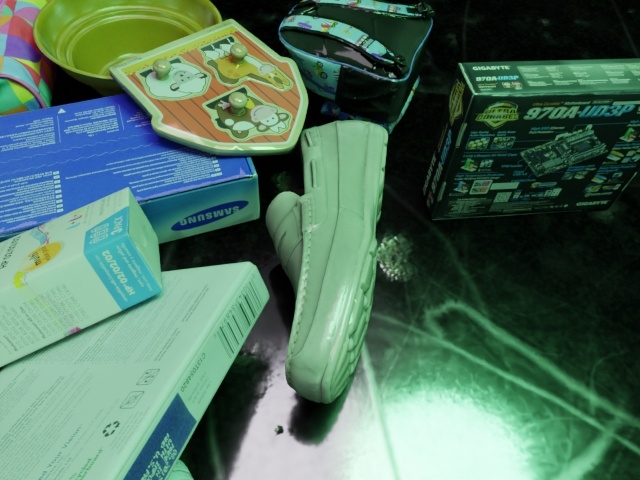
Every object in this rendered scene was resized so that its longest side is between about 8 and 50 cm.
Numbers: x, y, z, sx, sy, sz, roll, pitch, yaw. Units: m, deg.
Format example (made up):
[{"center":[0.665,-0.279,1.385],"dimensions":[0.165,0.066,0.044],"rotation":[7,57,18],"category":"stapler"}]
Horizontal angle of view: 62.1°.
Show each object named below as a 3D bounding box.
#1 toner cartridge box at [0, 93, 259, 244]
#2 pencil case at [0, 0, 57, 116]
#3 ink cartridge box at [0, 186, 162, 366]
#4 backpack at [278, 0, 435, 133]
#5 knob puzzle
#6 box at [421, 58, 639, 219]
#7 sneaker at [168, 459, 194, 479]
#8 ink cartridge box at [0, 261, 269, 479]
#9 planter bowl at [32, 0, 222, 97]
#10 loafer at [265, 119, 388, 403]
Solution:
[{"center":[-0.252,-0.062,0.554],"dimensions":[0.347,0.075,0.165],"rotation":[-15,58,-13],"category":"toner cartridge box"},{"center":[-0.381,-0.236,0.658],"dimensions":[0.104,0.104,0.237],"rotation":[-10,56,-11],"category":"pencil case"},{"center":[-0.231,0.034,0.444],"dimensions":[0.181,0.062,0.104],"rotation":[-25,31,-6],"category":"ink cartridge box"},{"center":[0.037,-0.231,0.668],"dimensions":[0.173,0.117,0.158],"rotation":[19,55,9],"category":"backpack"},{"center":[-0.096,-0.163,0.565],"dimensions":[0.212,0.030,0.213],"rotation":[7,55,-10],"category":"knob puzzle"},{"center":[0.231,-0.098,0.549],"dimensions":[0.220,0.175,0.051],"rotation":[-4,54,-5],"category":"box"},{"center":[-0.196,0.241,0.343],"dimensions":[0.091,0.094,0.258],"rotation":[20,50,37],"category":"sneaker"},{"center":[-0.178,0.107,0.401],"dimensions":[0.223,0.045,0.223],"rotation":[-6,33,26],"category":"ink cartridge box"},{"center":[-0.231,-0.233,0.668],"dimensions":[0.216,0.090,0.217],"rotation":[4,52,-5],"category":"planter bowl"},{"center":[0.000,0.000,0.511],"dimensions":[0.111,0.112,0.320],"rotation":[5,46,6],"category":"loafer"}]
